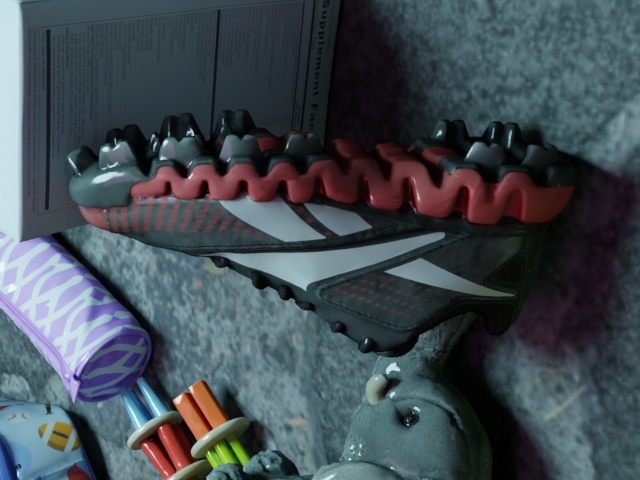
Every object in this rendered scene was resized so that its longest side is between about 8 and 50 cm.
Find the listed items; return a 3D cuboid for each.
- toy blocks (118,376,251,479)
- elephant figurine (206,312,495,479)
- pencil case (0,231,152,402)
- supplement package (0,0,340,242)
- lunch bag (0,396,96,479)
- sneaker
[{"bbox_3d":[-0.107,0.161,0.897,0.148,0.054,0.123,54,134,19],"label":"toy blocks"},{"bbox_3d":[0.044,0.164,0.692,0.239,0.169,0.186,-34,107,29],"label":"elephant figurine"},{"bbox_3d":[-0.238,0.056,0.970,0.206,0.088,0.086,36,121,30],"label":"pencil case"},{"bbox_3d":[-0.120,-0.107,0.691,0.134,0.244,0.139,26,120,36],"label":"supplement package"},{"bbox_3d":[-0.303,0.311,1.097,0.243,0.115,0.303,-5,97,47],"label":"lunch bag"},{"bbox_3d":[0.000,0.000,0.606,0.097,0.276,0.135,-114,28,-70],"label":"sneaker"}]
